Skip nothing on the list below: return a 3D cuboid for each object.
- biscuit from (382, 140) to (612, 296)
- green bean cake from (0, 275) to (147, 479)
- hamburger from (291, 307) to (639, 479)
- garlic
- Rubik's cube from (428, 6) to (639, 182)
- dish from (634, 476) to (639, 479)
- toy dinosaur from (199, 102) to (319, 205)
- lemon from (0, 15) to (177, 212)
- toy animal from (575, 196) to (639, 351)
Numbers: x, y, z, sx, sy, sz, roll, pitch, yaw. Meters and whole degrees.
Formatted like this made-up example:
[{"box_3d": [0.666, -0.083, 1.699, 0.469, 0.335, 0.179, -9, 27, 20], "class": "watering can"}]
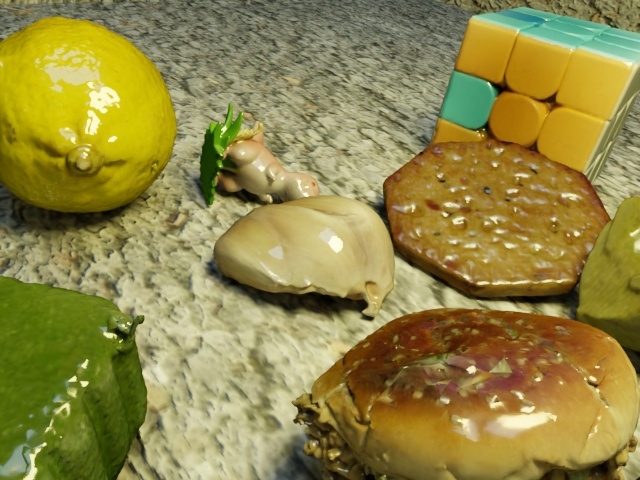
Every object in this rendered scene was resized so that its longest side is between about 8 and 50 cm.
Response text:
[{"box_3d": [0.273, -0.048, 0.824, 0.358, 0.046, 0.359, -1, 47, 1], "class": "biscuit"}, {"box_3d": [-0.276, 0.151, 0.374, 0.246, 0.157, 0.250, 8, 34, 2], "class": "green bean cake"}, {"box_3d": [0.121, 0.146, 0.458, 0.285, 0.146, 0.243, -13, 16, -1], "class": "hamburger"}, {"box_3d": [0.000, 0.000, 0.700, 0.227, 0.110, 0.217, 24, 34, 22], "class": "garlic"}, {"box_3d": [0.427, -0.266, 1.014, 0.291, 0.291, 0.290, 30, 40, 26], "class": "Rubik's cube"}, {"box_3d": [0.310, 0.309, 0.324, 0.316, 0.106, 0.317, 6, 37, -4], "class": "dish"}, {"box_3d": [-0.094, -0.130, 0.841, 0.176, 0.152, 0.194, -1, 41, -28], "class": "toy dinosaur"}, {"box_3d": [-0.343, -0.168, 0.737, 0.268, 0.268, 0.322, 0, 38, -12], "class": "lemon"}, {"box_3d": [0.517, 0.067, 0.652, 0.362, 0.181, 0.181, 6, 30, -7], "class": "toy animal"}]
